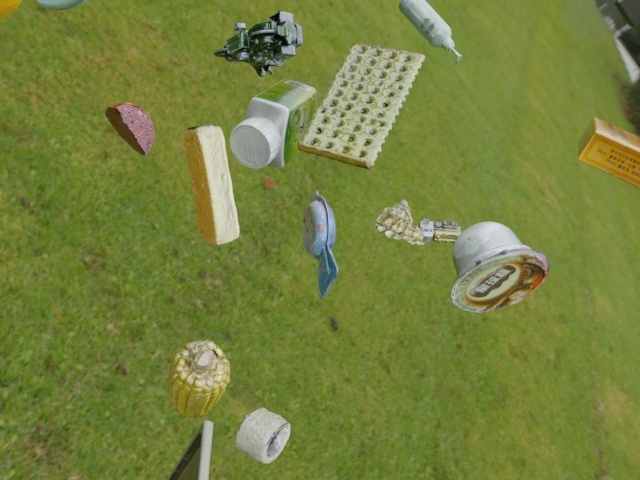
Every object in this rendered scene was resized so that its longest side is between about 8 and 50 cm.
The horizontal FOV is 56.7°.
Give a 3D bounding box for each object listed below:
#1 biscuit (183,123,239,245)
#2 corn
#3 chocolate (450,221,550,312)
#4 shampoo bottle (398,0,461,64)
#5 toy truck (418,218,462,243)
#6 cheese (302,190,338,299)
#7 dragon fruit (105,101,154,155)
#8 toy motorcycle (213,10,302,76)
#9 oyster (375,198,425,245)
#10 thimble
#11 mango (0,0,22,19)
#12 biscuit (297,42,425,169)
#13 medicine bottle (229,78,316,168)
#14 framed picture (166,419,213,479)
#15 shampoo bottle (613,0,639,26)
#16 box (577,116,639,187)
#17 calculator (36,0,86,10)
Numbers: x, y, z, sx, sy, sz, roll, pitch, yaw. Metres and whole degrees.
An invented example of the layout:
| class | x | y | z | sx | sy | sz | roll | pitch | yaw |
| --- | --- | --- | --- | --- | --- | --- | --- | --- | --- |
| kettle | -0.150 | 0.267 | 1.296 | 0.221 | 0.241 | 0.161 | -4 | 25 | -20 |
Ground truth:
| class | x | y | z | sx | sy | sz | roll | pitch | yaw |
| --- | --- | --- | --- | --- | --- | --- | --- | --- | --- |
| biscuit | -0.170 | -0.088 | 0.939 | 0.056 | 0.052 | 0.188 | -17 | 103 | -48 |
| corn | -0.268 | 0.310 | 1.287 | 0.130 | 0.347 | 0.130 | 7 | 59 | -12 |
| chocolate | 0.351 | 0.038 | 1.208 | 0.221 | 0.221 | 0.147 | 30 | 39 | -35 |
| shampoo bottle | 0.250 | -0.471 | 1.314 | 0.056 | 0.056 | 0.195 | 0 | 49 | -56 |
| toy truck | 0.340 | -0.022 | 1.680 | 0.052 | 0.123 | 0.063 | 87 | 7 | -62 |
| cheese | 0.000 | 0.000 | 1.307 | 0.052 | 0.135 | 0.245 | 2 | 54 | -18 |
| dragon fruit | -0.505 | -0.316 | 1.576 | 0.083 | 0.106 | 0.162 | -52 | 139 | -22 |
| toy motorcycle | -0.140 | -0.495 | 1.506 | 0.187 | 0.274 | 0.125 | -9 | 97 | -36 |
| oyster | 0.157 | -0.026 | 1.135 | 0.122 | 0.045 | 0.146 | 48 | 29 | 23 |
| thimble | -0.134 | 0.464 | 1.406 | 0.115 | 0.090 | 0.102 | -53 | 145 | -33 |
| mango | -0.492 | -0.324 | 0.683 | 0.316 | 0.176 | 0.119 | -5 | 97 | -32 |
| biscuit | 0.064 | -0.222 | 0.942 | 0.231 | 0.139 | 0.016 | -63 | 156 | -20 |
| medicine bottle | -0.087 | -0.214 | 1.131 | 0.088 | 0.132 | 0.188 | 21 | 39 | 16 |
| framed picture | -0.231 | 0.444 | 0.903 | 0.016 | 0.289 | 0.213 | 21 | 32 | -20 |
| shampoo bottle | 0.647 | -0.490 | 1.045 | 0.079 | 0.246 | 0.080 | 34 | 44 | -30 |
| box | 0.704 | -0.166 | 1.286 | 0.274 | 0.076 | 0.174 | 28 | 30 | 11 |
| calculator | -0.555 | -0.565 | 1.206 | 0.042 | 0.295 | 0.184 | -36 | 126 | -39 |
